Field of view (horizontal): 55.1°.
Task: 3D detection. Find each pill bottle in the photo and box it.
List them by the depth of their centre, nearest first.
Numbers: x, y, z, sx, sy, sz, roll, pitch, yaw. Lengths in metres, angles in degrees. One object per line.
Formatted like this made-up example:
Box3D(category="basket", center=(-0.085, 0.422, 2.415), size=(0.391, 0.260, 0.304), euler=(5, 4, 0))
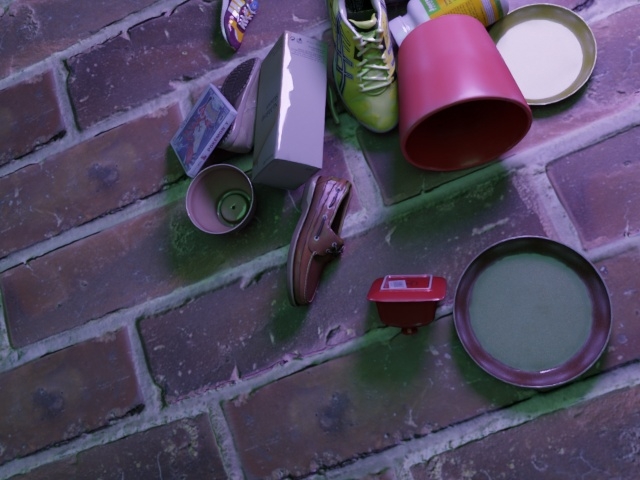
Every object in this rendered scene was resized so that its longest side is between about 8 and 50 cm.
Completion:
Box3D(category="pill bottle", center=(0.279, -0.504, 1.371), size=(0.246, 0.136, 0.136), euler=(-28, 75, 12))

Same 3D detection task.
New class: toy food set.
Box3D(category="toy food set", center=(0.108, -0.350, 1.444), size=(0.192, 0.038, 0.132), euler=(-17, 84, 4))

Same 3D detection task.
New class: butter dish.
Box3D(category="butter dish", center=(0.185, 0.142, 1.291), size=(0.160, 0.160, 0.118), euler=(-1, 103, 12))

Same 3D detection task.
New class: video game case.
Box3D(category="video game case", center=(-0.281, -0.263, 1.445), size=(0.183, 0.023, 0.201), euler=(-53, 38, 12))

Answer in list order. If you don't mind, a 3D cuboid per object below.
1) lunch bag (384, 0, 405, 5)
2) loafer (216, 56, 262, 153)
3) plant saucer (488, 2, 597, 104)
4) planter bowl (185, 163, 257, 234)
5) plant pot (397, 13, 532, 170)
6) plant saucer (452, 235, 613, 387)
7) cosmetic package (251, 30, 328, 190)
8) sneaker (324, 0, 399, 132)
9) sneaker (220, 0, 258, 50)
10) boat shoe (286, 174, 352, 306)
Box3D(category="lunch bag", center=(0.153, -0.703, 1.412), size=(0.256, 0.213, 0.304), euler=(-11, 78, 25))
Box3D(category="loafer", center=(-0.185, -0.320, 1.474), size=(0.102, 0.092, 0.268), euler=(-4, 61, 37))
Box3D(category="plant saucer", center=(0.483, -0.409, 1.364), size=(0.241, 0.037, 0.240), euler=(-2, 80, 13))
Box3D(category="planter bowl", center=(-0.216, -0.084, 1.427), size=(0.162, 0.109, 0.161), euler=(-3, 79, 13))
Box3D(category="plant pot", center=(0.279, -0.315, 1.291), size=(0.275, 0.275, 0.243), euler=(-13, 66, 10))
Box3D(category="plant saucer", center=(0.433, 0.146, 1.269), size=(0.311, 0.050, 0.310), euler=(-2, 79, 13))
Box3D(category="cosmetic package", center=(-0.069, -0.286, 1.374), size=(0.113, 0.160, 0.309), euler=(11, 70, -23))
Box3D(category="sneaker", center=(0.087, -0.410, 1.314), size=(0.145, 0.147, 0.384), euler=(-18, 110, 3))
Box3D(category="sneaker", center=(-0.198, -0.567, 1.531), size=(0.084, 0.069, 0.185), euler=(-5, 80, 17))
Box3D(category="boat shoe", center=(0.000, 0.000, 1.361), size=(0.105, 0.111, 0.307), euler=(8, 82, 15))
